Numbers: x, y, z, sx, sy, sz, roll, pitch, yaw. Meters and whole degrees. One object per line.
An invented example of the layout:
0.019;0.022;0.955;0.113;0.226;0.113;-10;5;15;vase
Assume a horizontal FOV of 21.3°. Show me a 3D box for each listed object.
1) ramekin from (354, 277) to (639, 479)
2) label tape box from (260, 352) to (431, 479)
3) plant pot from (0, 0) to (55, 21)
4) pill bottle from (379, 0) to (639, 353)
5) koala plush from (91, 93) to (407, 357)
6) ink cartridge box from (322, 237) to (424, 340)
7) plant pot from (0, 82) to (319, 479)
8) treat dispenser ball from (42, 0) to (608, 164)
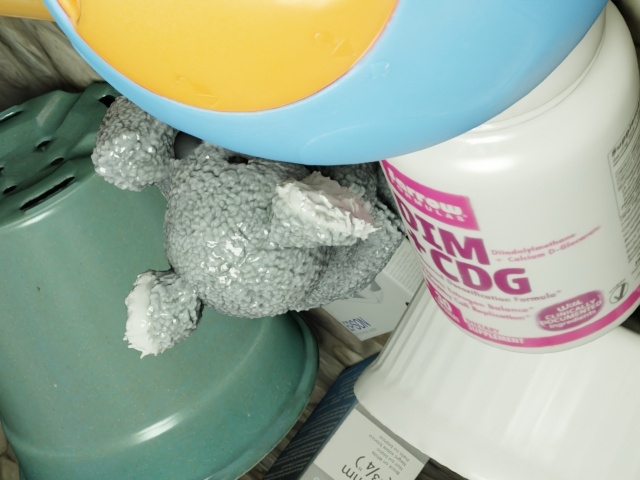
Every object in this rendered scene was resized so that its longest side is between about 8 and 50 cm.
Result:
0.175;0.108;1.229;0.277;0.135;0.277;25;-176;-2;ramekin
-0.007;0.281;1.814;0.106;0.334;0.240;40;162;-3;label tape box
-0.176;-0.229;1.149;0.188;0.205;0.205;18;159;9;plant pot
0.113;-0.064;1.018;0.160;0.160;0.283;27;159;30;pill bottle
-0.036;-0.018;1.089;0.203;0.196;0.221;57;-164;-14;koala plush
0.000;0.000;1.581;0.224;0.045;0.223;41;162;-7;ink cartridge box
-0.221;0.049;1.685;0.341;0.341;0.334;16;141;49;plant pot
0.002;-0.177;0.750;0.288;0.288;0.288;34;162;13;treat dispenser ball
